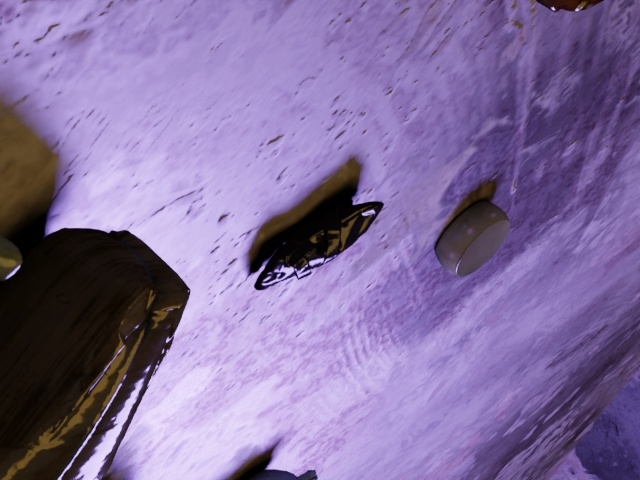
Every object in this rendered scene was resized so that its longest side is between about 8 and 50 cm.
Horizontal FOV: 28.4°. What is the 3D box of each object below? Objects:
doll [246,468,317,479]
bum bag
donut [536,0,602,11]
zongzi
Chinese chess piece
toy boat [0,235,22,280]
[{"bbox_3d":[-0.068,0.324,1.432,0.120,0.075,0.180,-26,152,-33],"label":"doll"},{"bbox_3d":[0.001,0.001,1.001,0.124,0.034,0.058,-36,172,-20],"label":"bum bag"},{"bbox_3d":[0.197,-0.254,0.793,0.230,0.096,0.216,-49,161,12],"label":"donut"},{"bbox_3d":[-0.213,0.098,0.709,0.256,0.115,0.228,-5,134,-44],"label":"zongzi"},{"bbox_3d":[0.154,-0.002,1.285,0.084,0.034,0.084,-36,156,-19],"label":"Chinese chess piece"},{"bbox_3d":[-0.218,-0.050,0.416,0.108,0.099,0.293,-47,152,10],"label":"toy boat"}]
